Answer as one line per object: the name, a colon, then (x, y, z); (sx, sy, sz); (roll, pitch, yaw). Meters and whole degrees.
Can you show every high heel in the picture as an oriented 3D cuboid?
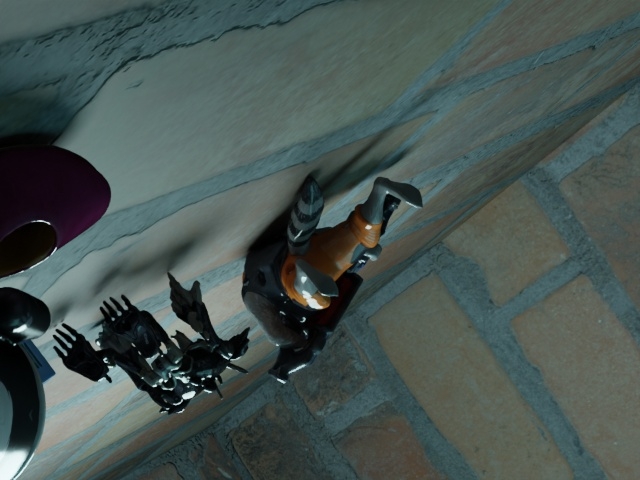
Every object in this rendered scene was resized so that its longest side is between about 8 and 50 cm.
high heel: (-0.236, 0.050, 0.870); (0.127, 0.181, 0.377); (-40, 170, 34)

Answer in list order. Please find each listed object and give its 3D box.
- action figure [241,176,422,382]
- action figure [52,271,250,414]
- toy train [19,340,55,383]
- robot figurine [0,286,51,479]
action figure: (0.000, 0.000, 1.788); (0.341, 0.178, 0.330); (-60, -167, -29)
action figure: (-0.192, 0.122, 1.619); (0.164, 0.141, 0.276); (-38, 155, 12)
toy train: (-0.370, 0.172, 1.418); (0.184, 0.080, 0.105); (-39, 176, 27)
robot figurine: (-0.322, 0.132, 1.063); (0.209, 0.173, 0.278); (-4, 172, 3)
